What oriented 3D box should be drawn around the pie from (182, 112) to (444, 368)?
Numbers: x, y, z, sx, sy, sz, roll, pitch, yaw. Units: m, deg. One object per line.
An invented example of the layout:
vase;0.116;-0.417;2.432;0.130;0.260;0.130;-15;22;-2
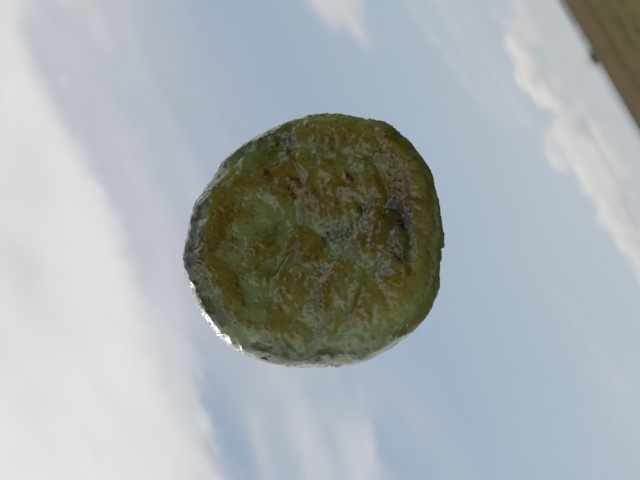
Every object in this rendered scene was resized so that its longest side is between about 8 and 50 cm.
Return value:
pie;-0.002;-0.001;0.550;0.021;0.084;0.084;66;180;-67
